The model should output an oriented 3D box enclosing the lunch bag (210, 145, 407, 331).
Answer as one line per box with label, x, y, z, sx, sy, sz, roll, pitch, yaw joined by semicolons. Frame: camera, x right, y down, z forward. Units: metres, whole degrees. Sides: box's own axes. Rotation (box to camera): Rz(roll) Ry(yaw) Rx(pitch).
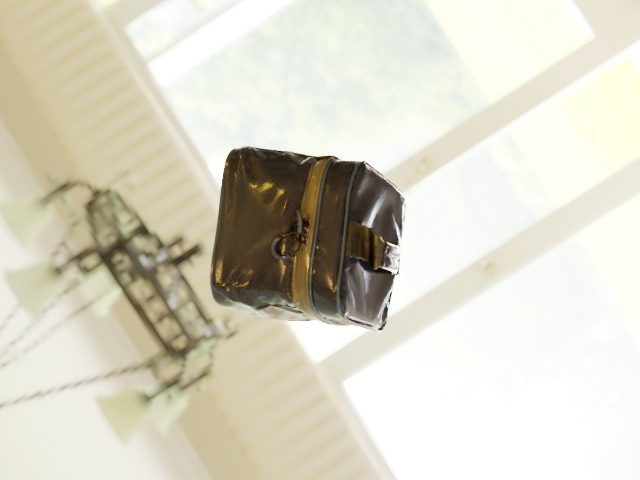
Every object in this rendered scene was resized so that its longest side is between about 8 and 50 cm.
lunch bag;0.000;0.000;0.621;0.098;0.065;0.067;23;-107;-74
